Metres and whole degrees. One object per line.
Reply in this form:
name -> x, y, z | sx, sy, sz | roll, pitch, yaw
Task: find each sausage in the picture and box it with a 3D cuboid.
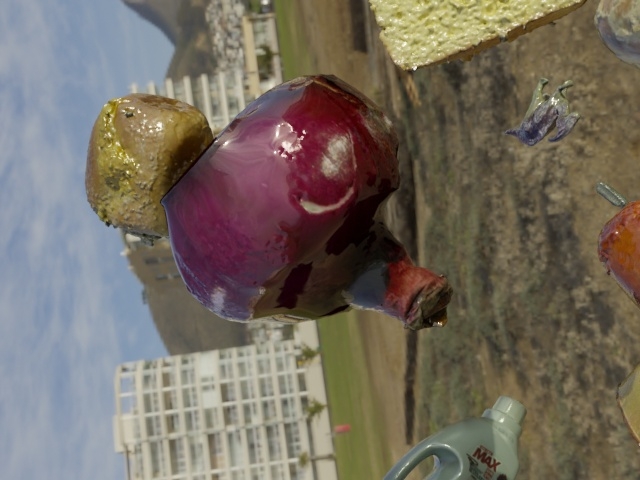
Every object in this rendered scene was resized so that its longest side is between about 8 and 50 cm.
sausage -> 0.492, 0.050, 1.053 | 0.268, 0.153, 0.141 | 49, 143, 32

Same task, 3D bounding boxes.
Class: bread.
bread -> 0.245, -0.377, 1.208 | 0.179, 0.340, 0.194 | -19, -89, -70
bread -> -0.288, -0.108, 1.316 | 0.196, 0.176, 0.246 | 25, 113, 44

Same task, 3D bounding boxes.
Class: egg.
egg -> 0.545, -0.360, 1.222 | 0.203, 0.245, 0.203 | 29, -127, -49

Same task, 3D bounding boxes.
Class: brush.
brush -> 0.735, -0.017, 1.776 | 0.323, 0.051, 0.070 | 45, 121, 18

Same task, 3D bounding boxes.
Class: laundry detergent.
laundry detergent -> 0.273, 0.471, 1.580 | 0.397, 0.264, 0.125 | -52, 6, -22

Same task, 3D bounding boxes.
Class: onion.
onion -> 0.000, 0.000, 1.157 | 0.420, 0.398, 0.398 | 47, 174, 4

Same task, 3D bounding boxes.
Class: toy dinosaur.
toy dinosaur -> 0.538, -0.306, 1.922 | 0.294, 0.077, 0.162 | 168, 126, -83

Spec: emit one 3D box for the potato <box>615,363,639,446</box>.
potato -> 0.900, 0.383, 1.709 | 0.319, 0.442, 0.385 | -55, 10, 33
